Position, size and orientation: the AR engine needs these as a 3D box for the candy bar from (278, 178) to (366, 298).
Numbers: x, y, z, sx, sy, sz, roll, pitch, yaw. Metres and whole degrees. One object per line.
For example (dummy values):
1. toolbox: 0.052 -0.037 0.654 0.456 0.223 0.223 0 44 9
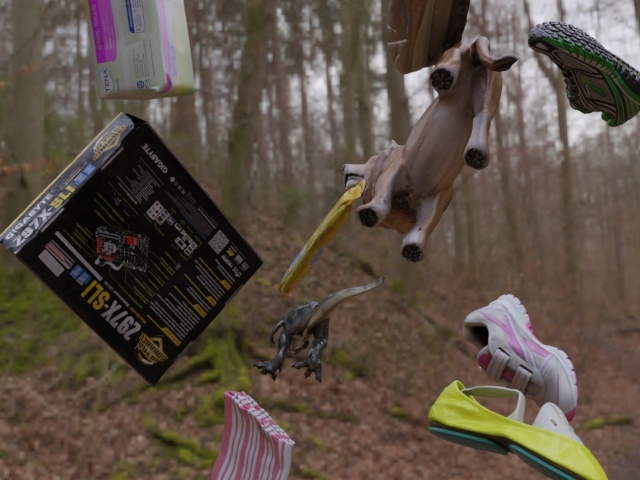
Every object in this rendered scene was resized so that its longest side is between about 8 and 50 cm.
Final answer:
1. candy bar: 0.000 0.000 1.132 0.018 0.040 0.161 31 -57 -8

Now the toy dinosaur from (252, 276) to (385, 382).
1. toy dinosaur: -0.016 0.117 1.359 0.064 0.118 0.268 35 -27 -13

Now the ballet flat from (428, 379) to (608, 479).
1. ballet flat: 0.215 0.203 1.166 0.231 0.077 0.077 15 -19 43

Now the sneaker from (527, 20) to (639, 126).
1. sneaker: 0.568 -0.347 2.338 0.343 0.134 0.146 29 -66 -26

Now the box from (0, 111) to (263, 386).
1. box: -0.262 0.017 1.575 0.079 0.257 0.322 27 -20 50

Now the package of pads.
1. package of pads: -0.254 -0.314 1.527 0.101 0.229 0.296 -7 6 2

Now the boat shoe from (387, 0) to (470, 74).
1. boat shoe: 0.147 -0.325 1.309 0.092 0.103 0.285 -13 -40 -21

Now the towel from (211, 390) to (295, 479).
1. towel: -0.094 0.294 1.430 0.029 0.144 0.197 6 11 -27

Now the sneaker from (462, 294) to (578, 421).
1. sneaker: 0.310 0.198 1.737 0.111 0.252 0.103 -13 -47 -24

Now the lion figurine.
1. lion figurine: 0.151 -0.133 1.381 0.142 0.240 0.392 34 -51 -5
